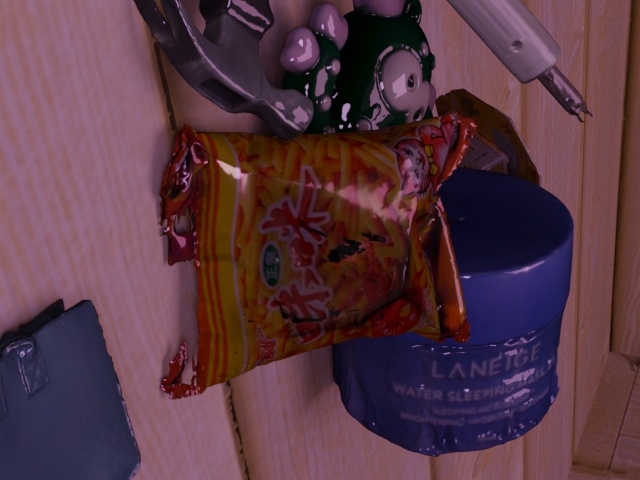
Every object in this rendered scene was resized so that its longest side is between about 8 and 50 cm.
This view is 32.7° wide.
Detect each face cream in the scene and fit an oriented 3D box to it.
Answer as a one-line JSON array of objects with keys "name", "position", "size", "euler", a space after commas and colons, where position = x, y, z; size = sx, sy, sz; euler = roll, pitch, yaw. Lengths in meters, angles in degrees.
[{"name": "face cream", "position": [0.134, 0.070, 1.150], "size": [0.249, 0.249, 0.225], "euler": [-48, 142, -52]}]

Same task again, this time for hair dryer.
[{"name": "hair dryer", "position": [0.136, -0.234, 0.994], "size": [0.357, 0.107, 0.173], "euler": [45, 28, -22]}]

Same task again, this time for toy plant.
[{"name": "toy plant", "position": [0.040, -0.135, 1.027], "size": [0.243, 0.113, 0.232], "euler": [-48, 142, -36]}]

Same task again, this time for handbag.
[{"name": "handbag", "position": [-0.196, 0.135, 0.656], "size": [0.221, 0.057, 0.144], "euler": [-38, 128, -58]}]

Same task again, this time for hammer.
[{"name": "hammer", "position": [-0.056, -0.203, 0.820], "size": [0.159, 0.041, 0.226], "euler": [33, 56, -39]}]

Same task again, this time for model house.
[{"name": "model house", "position": [0.151, -0.064, 1.300], "size": [0.136, 0.207, 0.219], "euler": [-33, 142, -11]}]

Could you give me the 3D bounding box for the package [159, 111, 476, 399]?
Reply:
[{"name": "package", "position": [-0.001, 0.007, 0.912], "size": [0.288, 0.108, 0.223], "euler": [-5, 105, -23]}]
